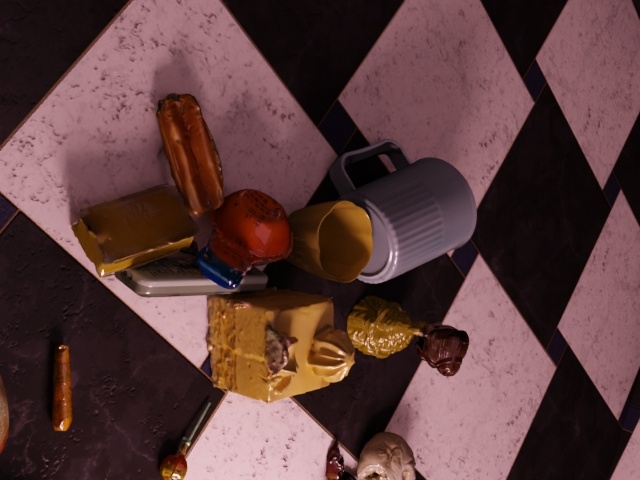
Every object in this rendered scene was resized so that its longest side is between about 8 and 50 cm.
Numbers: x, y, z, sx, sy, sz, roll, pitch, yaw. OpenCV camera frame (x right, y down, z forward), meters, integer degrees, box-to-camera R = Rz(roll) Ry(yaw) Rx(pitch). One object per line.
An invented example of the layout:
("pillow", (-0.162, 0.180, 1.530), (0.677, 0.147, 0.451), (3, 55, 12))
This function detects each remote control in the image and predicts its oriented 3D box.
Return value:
("remote control", (-0.272, 0.081, 1.803), (0.335, 0.128, 0.065), (1, 109, -44))
("remote control", (-0.305, 0.006, 1.830), (0.096, 0.014, 0.039), (19, 50, -42))

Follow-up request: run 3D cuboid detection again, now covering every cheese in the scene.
("cheese", (-0.168, -0.009, 1.840), (0.217, 0.129, 0.329), (32, 33, -1))

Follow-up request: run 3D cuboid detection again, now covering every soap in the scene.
("soap", (-0.368, -0.024, 1.695), (0.233, 0.076, 0.135), (-21, 73, -42))

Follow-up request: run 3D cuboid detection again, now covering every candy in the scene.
("candy", (-0.293, 0.448, 1.873), (0.060, 0.060, 0.201), (49, 54, -35))

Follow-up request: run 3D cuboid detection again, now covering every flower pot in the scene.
("flower pot", (0.000, 0.000, 2.019), (0.195, 0.179, 0.195), (-3, 94, -44))

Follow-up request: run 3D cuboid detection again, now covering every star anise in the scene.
("star anise", (0.050, 0.648, 2.213), (0.157, 0.053, 0.212), (51, 39, -48))

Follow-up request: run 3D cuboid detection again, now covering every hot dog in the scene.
("hot dog", (-0.273, -0.185, 1.792), (0.115, 0.072, 0.269), (-15, 93, -17))

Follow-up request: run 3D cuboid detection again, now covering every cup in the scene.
("cup", (0.201, -0.081, 2.155), (0.311, 0.257, 0.331), (-24, 112, -39))

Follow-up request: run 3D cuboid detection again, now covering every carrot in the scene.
("carrot", (-0.509, 0.288, 1.654), (0.042, 0.042, 0.170), (-1, 91, -44))

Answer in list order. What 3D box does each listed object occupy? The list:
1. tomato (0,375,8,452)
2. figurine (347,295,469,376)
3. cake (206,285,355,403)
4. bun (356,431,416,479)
("tomato", (-0.657, 0.272, 1.367), (0.303, 0.303, 0.239), (32, 56, -41))
("figurine", (0.247, 0.243, 2.185), (0.187, 0.315, 0.168), (49, 62, -36))
("cake", (-0.086, 0.228, 1.882), (0.227, 0.286, 0.222), (-8, 99, -43))
("bun", (0.184, 0.620, 2.271), (0.193, 0.128, 0.178), (-21, 110, -54))
